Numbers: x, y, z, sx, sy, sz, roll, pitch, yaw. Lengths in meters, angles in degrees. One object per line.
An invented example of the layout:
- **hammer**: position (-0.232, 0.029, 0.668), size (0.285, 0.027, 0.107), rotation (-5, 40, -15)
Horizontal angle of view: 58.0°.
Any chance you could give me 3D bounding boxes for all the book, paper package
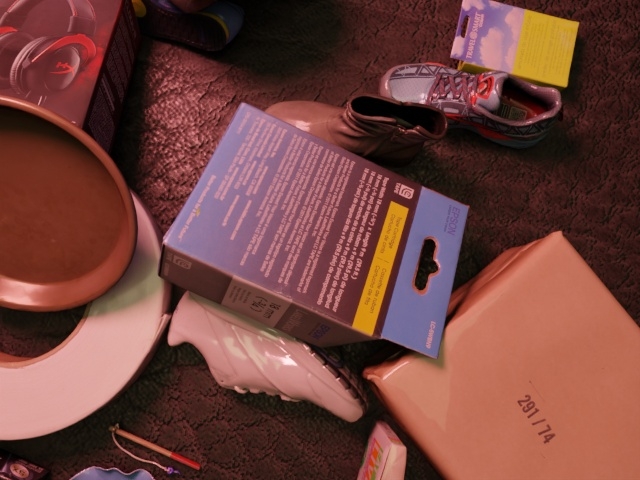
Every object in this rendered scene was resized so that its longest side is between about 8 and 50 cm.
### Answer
- **book**: position (0.078, 0.292, 0.741), size (0.035, 0.144, 0.096), rotation (15, 83, -2)
- **paper package**: position (0.269, 0.204, 0.751), size (0.310, 0.168, 0.324), rotation (-38, 87, -6)

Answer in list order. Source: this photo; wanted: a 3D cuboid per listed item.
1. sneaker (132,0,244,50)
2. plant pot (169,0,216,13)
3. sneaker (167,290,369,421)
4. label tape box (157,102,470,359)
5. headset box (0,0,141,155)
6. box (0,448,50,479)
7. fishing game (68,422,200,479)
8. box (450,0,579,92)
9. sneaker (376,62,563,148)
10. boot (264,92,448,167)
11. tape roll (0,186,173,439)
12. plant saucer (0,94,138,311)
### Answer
- **sneaker**: position (-0.212, -0.340, 0.836), size (0.210, 0.069, 0.082), rotation (19, 54, 6)
- **plant pot**: position (-0.181, -0.445, 0.686), size (0.323, 0.323, 0.280), rotation (-40, 106, -7)
- **sneaker**: position (-0.070, 0.156, 0.781), size (0.297, 0.111, 0.129), rotation (34, 99, 4)
- **label tape box**: position (0.000, 0.000, 0.738), size (0.334, 0.106, 0.240), rotation (25, 57, -5)
- **headset box**: position (-0.371, -0.229, 0.749), size (0.218, 0.110, 0.293), rotation (6, 63, -3)
- **box**: position (-0.464, 0.359, 0.734), size (0.148, 0.077, 0.180), rotation (25, 83, -1)
- **fishing game**: position (-0.282, 0.390, 0.762), size (0.189, 0.041, 0.264), rotation (27, 83, -3)
- **box**: position (0.286, -0.292, 0.865), size (0.178, 0.042, 0.108), rotation (13, 83, -2)
- **sneaker**: position (0.213, -0.209, 0.810), size (0.262, 0.125, 0.104), rotation (10, 83, -3)
- **boot**: position (0.036, -0.164, 0.777), size (0.247, 0.161, 0.083), rotation (8, 83, -3)
- **tape roll**: position (-0.395, 0.063, 0.773), size (0.392, 0.072, 0.391), rotation (0, 84, -4)
- **plant saucer**: position (-0.348, -0.037, 0.665), size (0.278, 0.041, 0.277), rotation (0, 120, -1)
